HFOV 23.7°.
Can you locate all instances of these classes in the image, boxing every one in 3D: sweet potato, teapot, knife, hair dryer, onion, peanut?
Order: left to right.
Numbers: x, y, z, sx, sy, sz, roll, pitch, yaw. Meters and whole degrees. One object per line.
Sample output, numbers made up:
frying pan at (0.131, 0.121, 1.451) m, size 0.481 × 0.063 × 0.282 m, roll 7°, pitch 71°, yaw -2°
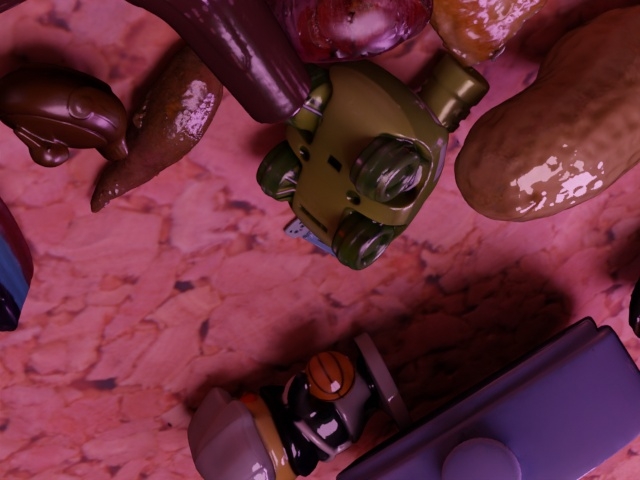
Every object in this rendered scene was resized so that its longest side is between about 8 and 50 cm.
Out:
hair dryer at (-0.210, -0.174, 1.160) m, size 0.340 × 0.123 × 0.312 m, roll -21°, pitch 127°, yaw 15°
teapot at (-0.213, -0.096, 1.261) m, size 0.098 × 0.078 × 0.129 m, roll 2°, pitch 168°, yaw 39°
sweet potato at (-0.142, -0.090, 1.337) m, size 0.068 × 0.068 × 0.226 m, roll 12°, pitch 129°, yaw -38°
knife at (0.000, 0.000, 1.560) m, size 0.027 × 0.010 × 0.096 m, roll -41°, pitch 139°, yaw 19°
onion at (0.017, -0.221, 1.248) m, size 0.150 × 0.150 × 0.140 m, roll -12°, pitch 111°, yaw -17°
peanut at (0.256, -0.126, 1.436) m, size 0.319 × 0.147 × 0.147 m, roll -35°, pitch 144°, yaw -15°

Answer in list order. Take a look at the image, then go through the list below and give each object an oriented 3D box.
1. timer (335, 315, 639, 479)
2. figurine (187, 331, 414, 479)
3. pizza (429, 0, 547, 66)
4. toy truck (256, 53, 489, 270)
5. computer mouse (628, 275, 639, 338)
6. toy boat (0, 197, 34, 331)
timer at (0.201, 0.246, 1.701) m, size 0.395 × 0.173 × 0.395 m, roll -31°, pitch 174°, yaw -3°
figurine at (-0.029, 0.200, 1.672) m, size 0.236 × 0.133 × 0.176 m, roll -28°, pitch 146°, yaw -1°
pizza at (0.152, -0.292, 1.265) m, size 0.182 × 0.074 × 0.365 m, roll -17°, pitch 140°, yaw -9°
toy truck at (0.052, -0.081, 1.407) m, size 0.210 × 0.148 × 0.187 m, roll -21°, pitch 147°, yaw -51°
computer mouse at (0.495, 0.032, 1.786) m, size 0.323 × 0.116 × 0.183 m, roll -14°, pitch 149°, yaw -23°
toy boat at (-0.353, -0.035, 1.270) m, size 0.136 × 0.079 × 0.392 m, roll -19°, pitch 142°, yaw 16°
